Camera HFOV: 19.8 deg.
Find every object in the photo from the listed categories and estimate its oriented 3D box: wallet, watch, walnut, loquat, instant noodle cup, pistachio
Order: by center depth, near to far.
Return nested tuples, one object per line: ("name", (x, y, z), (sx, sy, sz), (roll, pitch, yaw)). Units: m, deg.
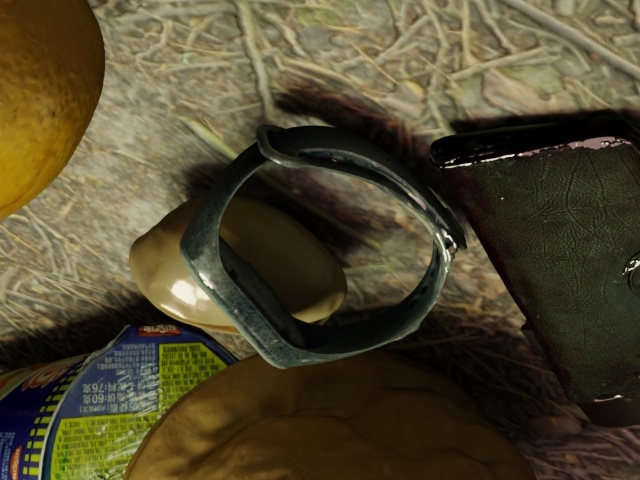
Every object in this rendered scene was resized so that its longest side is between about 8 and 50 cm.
("loquat", (-0.286, -0.141, 1.302), (0.275, 0.274, 0.275), (14, 147, 9))
("wallet", (0.221, 0.023, 1.452), (0.172, 0.045, 0.318), (-8, 137, 26))
("watch", (0.000, 0.000, 1.454), (0.193, 0.068, 0.206), (-35, 115, 8))
("pistachio", (-0.069, 0.026, 1.551), (0.185, 0.124, 0.124), (19, 148, -6))
("wallet", (0.242, 0.118, 1.617), (0.082, 0.018, 0.156), (-7, 139, 37))
("walnut", (0.018, 0.275, 1.640), (0.384, 0.383, 0.383), (14, 147, 9))
("instant noodle cup", (-0.253, 0.228, 1.852), (0.312, 0.284, 0.284), (-5, 141, 47))
